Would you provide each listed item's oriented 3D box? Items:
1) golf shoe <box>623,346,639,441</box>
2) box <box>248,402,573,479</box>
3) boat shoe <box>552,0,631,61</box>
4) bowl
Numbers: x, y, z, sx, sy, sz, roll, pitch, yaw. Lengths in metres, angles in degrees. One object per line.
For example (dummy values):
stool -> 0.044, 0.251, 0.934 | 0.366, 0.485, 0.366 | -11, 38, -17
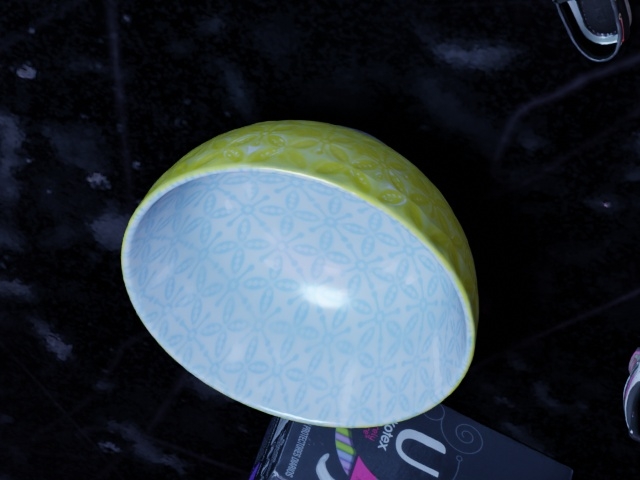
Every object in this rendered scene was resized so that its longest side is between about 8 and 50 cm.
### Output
golf shoe -> 0.301, 0.093, 1.521 | 0.067, 0.086, 0.186 | 20, 136, 4
box -> 0.074, 0.247, 1.706 | 0.270, 0.165, 0.143 | 26, 136, -6
boat shoe -> 0.186, -0.187, 1.316 | 0.049, 0.042, 0.133 | -7, 129, 30
bowl -> 0.000, 0.000, 1.493 | 0.289, 0.156, 0.289 | 11, 136, 11
